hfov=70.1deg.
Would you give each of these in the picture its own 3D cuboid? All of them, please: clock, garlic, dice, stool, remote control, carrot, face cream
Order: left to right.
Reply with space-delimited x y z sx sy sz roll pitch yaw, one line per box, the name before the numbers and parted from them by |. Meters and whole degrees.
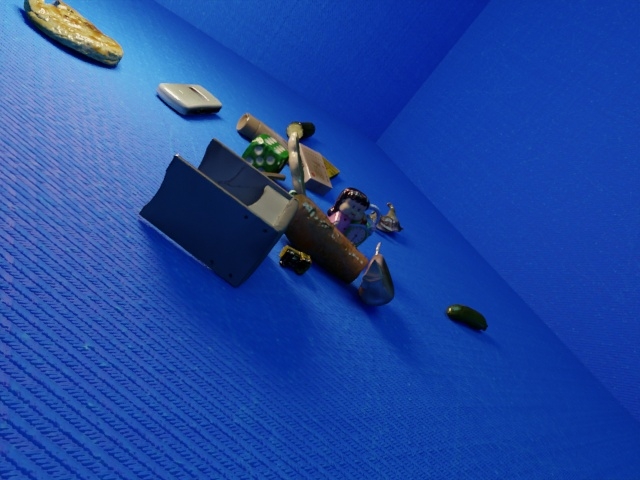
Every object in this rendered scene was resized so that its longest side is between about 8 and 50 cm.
remote control | -0.471 -0.513 1.663 0.140 0.056 0.296 38 22 -1
stool | -0.214 -0.073 1.042 0.269 0.170 0.244 37 20 -6
dice | -0.190 -0.288 1.594 0.131 0.120 0.128 41 20 -1
face cream | -0.188 -0.399 1.893 0.341 0.084 0.137 30 39 -36
carrot | 0.000 0.000 1.322 0.302 0.138 0.139 45 20 -7
clock | 0.105 -0.073 1.558 0.194 0.195 0.100 25 22 -32
garlic | 0.168 0.109 1.365 0.128 0.148 0.266 31 15 -5

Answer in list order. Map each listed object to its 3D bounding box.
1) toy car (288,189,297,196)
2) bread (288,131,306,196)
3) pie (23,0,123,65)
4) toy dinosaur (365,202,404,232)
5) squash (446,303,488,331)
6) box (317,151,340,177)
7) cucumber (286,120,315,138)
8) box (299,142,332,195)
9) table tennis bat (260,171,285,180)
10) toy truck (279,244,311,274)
toy car | -0.130 -0.141 1.491 0.143 0.054 0.073 14 30 -35
bread | -0.083 -0.249 1.610 0.038 0.251 0.182 -6 29 5
pie | -0.771 -0.663 1.443 0.302 0.067 0.302 34 20 -14
toy dinosaur | 0.295 -0.092 2.100 0.294 0.077 0.162 -12 58 -47
squash | 0.581 0.298 1.792 0.258 0.069 0.069 25 25 -35
box | 0.000 -0.347 2.160 0.153 0.041 0.279 42 20 1
cucumber | -0.095 -0.582 2.408 0.096 0.096 0.359 39 18 -2
box | -0.037 -0.295 1.894 0.141 0.058 0.201 18 44 -45
table tennis bat | -0.215 -0.216 1.470 0.234 0.022 0.131 3 26 -37
toy truck | -0.065 0.052 1.212 0.083 0.049 0.054 28 22 -25
